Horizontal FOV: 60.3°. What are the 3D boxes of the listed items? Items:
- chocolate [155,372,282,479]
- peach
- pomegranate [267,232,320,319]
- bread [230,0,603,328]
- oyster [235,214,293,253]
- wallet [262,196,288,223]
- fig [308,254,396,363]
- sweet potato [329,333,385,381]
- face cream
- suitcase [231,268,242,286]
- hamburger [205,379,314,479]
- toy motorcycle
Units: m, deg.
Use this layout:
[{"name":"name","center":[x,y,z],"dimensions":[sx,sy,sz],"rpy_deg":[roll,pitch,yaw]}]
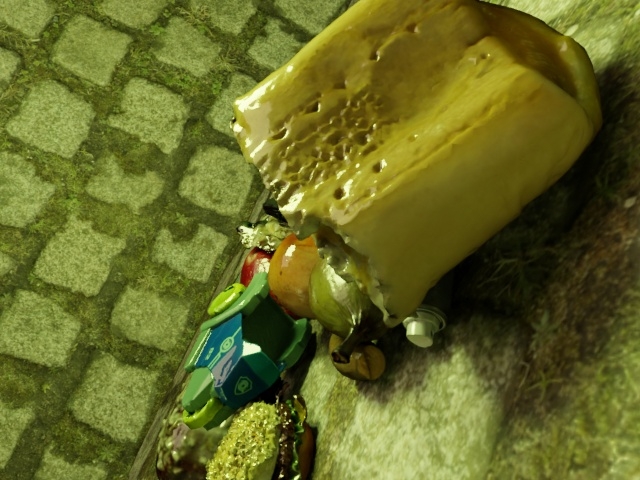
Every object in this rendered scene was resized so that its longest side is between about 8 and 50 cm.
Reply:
[{"name":"chocolate","center":[-0.233,0.405,1.199],"dimensions":[0.225,0.210,0.340],"rpy_deg":[-49,20,48]},{"name":"peach","center":[-0.106,0.087,1.333],"dimensions":[0.154,0.158,0.268],"rpy_deg":[-33,48,46]},{"name":"pomegranate","center":[-0.012,0.068,1.093],"dimensions":[0.191,0.191,0.191],"rpy_deg":[-56,16,25]},{"name":"bread","center":[0.136,-0.128,0.696],"dimensions":[0.394,0.250,0.361],"rpy_deg":[-38,60,4]},{"name":"oyster","center":[-0.048,-0.037,1.265],"dimensions":[0.221,0.096,0.361],"rpy_deg":[-29,22,-26]},{"name":"wallet","center":[0.024,-0.136,1.239],"dimensions":[0.317,0.045,0.172],"rpy_deg":[-30,18,-15]},{"name":"fig","center":[0.053,0.092,0.797],"dimensions":[0.274,0.169,0.146],"rpy_deg":[-64,-38,-69]},{"name":"sweet potato","center":[0.051,0.183,0.902],"dimensions":[0.077,0.077,0.243],"rpy_deg":[-64,8,-4]},{"name":"face cream","center":[0.161,0.019,0.796],"dimensions":[0.073,0.073,0.284],"rpy_deg":[-44,24,51]},{"name":"suitcase","center":[-0.229,0.232,1.641],"dimensions":[0.202,0.128,0.312],"rpy_deg":[-55,17,28]},{"name":"hamburger","center":[-0.111,0.382,0.957],"dimensions":[0.243,0.138,0.262],"rpy_deg":[-52,19,35]},{"name":"toy motorcycle","center":[-0.141,0.223,1.085],"dimensions":[0.199,0.191,0.326],"rpy_deg":[-29,19,30]}]
